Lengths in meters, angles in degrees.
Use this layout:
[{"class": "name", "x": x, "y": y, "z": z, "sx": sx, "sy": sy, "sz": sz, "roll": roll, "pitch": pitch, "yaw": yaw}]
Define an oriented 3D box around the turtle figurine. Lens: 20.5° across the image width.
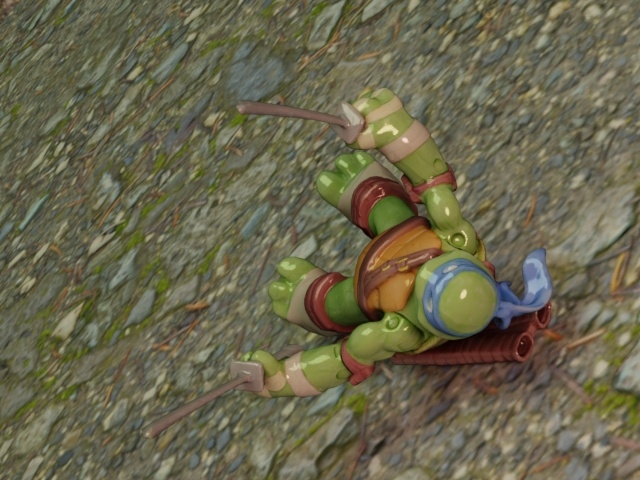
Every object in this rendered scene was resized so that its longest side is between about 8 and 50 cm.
[{"class": "turtle figurine", "x": 0.000, "y": 0.000, "z": 1.177, "sx": 0.274, "sy": 0.198, "sz": 0.266, "roll": -7, "pitch": 5, "yaw": -8}]
